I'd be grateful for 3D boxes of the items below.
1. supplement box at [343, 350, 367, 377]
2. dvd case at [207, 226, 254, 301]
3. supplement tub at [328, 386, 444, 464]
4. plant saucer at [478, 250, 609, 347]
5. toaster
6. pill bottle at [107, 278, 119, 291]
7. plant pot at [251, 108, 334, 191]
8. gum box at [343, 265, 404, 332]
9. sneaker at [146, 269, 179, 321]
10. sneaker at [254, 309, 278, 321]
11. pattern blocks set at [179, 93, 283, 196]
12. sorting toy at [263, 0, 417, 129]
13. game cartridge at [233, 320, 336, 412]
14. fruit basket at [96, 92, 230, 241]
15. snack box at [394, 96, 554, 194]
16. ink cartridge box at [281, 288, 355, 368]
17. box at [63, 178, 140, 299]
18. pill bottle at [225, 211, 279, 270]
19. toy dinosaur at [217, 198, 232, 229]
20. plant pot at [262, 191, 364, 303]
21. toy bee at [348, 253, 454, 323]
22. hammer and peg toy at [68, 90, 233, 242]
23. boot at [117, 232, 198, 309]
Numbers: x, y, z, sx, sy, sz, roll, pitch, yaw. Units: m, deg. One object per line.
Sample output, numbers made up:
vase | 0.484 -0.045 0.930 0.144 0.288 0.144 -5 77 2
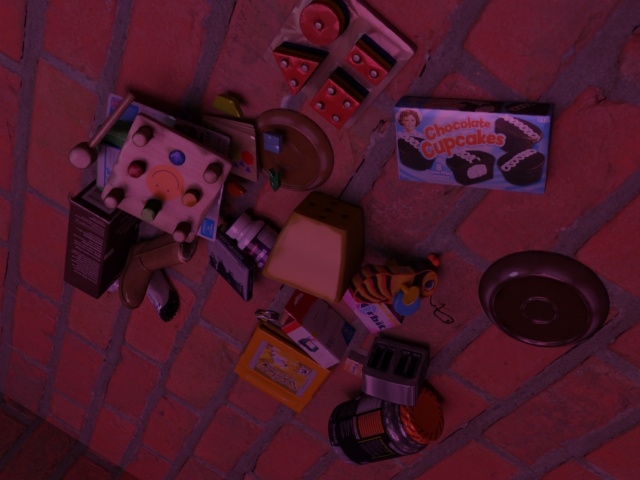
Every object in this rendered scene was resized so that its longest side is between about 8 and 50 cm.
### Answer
supplement box | 0.126 0.392 2.020 0.098 0.036 0.062 24 133 9
dvd case | -0.260 0.067 1.869 0.179 0.030 0.238 45 156 14
supplement tub | 0.201 0.570 2.011 0.338 0.207 0.207 -29 110 41
plant saucer | 0.543 0.161 1.600 0.311 0.050 0.310 14 132 16
toaster | 0.210 0.377 1.861 0.168 0.185 0.110 12 136 20
pill bottle | -0.725 0.123 2.206 0.160 0.087 0.087 19 133 13
plant pot | -0.082 -0.216 1.622 0.236 0.032 0.236 14 132 16
gum box | 0.138 0.161 1.800 0.107 0.062 0.188 -25 113 40
sneaker | -0.542 0.172 2.164 0.086 0.085 0.237 24 140 40
sneaker | -0.168 0.242 2.058 0.083 0.031 0.035 10 144 26
pattern blocks set | -0.230 -0.239 1.654 0.325 0.026 0.285 29 136 18
sorting toy | 0.022 -0.387 1.383 0.255 0.089 0.257 39 135 -7
game cartridge | -0.130 0.431 2.178 0.285 0.052 0.323 31 134 2
fruit basket | -0.421 -0.180 1.707 0.353 0.165 0.327 25 125 14
snack box | 0.324 -0.206 1.396 0.322 0.060 0.187 8 130 22
ink cartridge box | -0.020 0.247 1.906 0.231 0.134 0.078 45 134 -11
box | -0.665 -0.014 1.987 0.143 0.191 0.381 31 135 1
pill bottle | -0.164 0.011 1.802 0.193 0.108 0.108 40 134 -8
toy dinosaur | -0.305 -0.075 1.857 0.093 0.053 0.183 36 129 18
plant pot | 0.000 0.000 1.653 0.212 0.212 0.187 20 121 12
toy bee | 0.226 0.100 1.662 0.195 0.298 0.162 38 114 44
hammer and peg toy | -0.420 -0.176 1.571 0.361 0.127 0.266 28 114 -11
boot | -0.491 0.075 1.957 0.270 0.236 0.089 -15 154 38
